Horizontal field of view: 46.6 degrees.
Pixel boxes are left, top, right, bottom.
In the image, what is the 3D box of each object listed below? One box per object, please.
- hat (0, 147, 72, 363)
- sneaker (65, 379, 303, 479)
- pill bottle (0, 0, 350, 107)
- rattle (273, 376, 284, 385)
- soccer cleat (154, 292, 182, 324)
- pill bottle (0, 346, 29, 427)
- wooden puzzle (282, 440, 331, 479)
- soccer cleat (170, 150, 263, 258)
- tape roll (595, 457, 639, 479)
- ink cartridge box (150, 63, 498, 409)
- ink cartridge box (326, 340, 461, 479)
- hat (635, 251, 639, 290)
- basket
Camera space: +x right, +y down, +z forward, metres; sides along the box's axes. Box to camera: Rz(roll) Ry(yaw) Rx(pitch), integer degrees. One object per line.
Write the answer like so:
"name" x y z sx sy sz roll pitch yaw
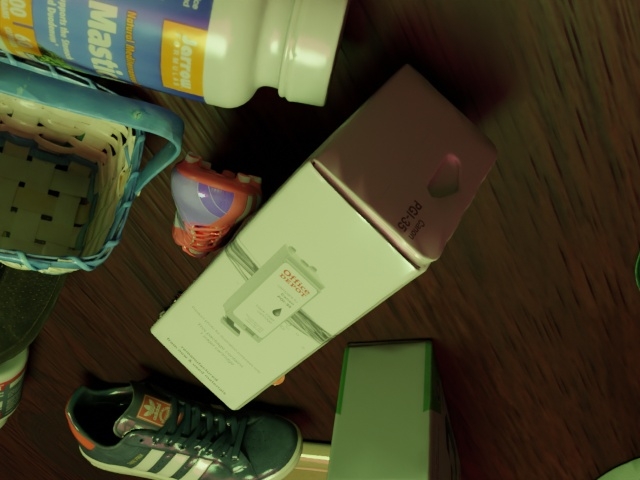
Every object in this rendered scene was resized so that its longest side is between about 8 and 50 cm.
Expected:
"hat" -0.454 -0.001 0.830 0.331 0.331 0.134 39 170 -22
"sneaker" -0.203 0.268 1.052 0.349 0.131 0.148 -1 136 13
"pill bottle" -0.115 -0.194 0.601 0.271 0.152 0.152 14 133 0
"rattle" -0.043 0.091 0.929 0.130 0.143 0.200 25 159 33
"soccer cleat" -0.189 0.101 0.968 0.035 0.029 0.083 34 125 -13
"pill bottle" -0.482 0.202 1.067 0.108 0.108 0.180 21 133 -8
"wooden puzzle" -0.058 0.400 1.209 0.220 0.044 0.239 3 128 10
"soccer cleat" -0.107 -0.024 0.710 0.083 0.248 0.095 20 89 -8
"tape roll" 0.575 0.434 1.085 0.391 0.072 0.392 6 132 7
"ink cartridge box" 0.000 0.000 0.667 0.117 0.207 0.283 44 132 -4
"ink cartridge box" 0.109 0.302 0.968 0.121 0.211 0.289 -6 131 15
"hat" 0.422 0.092 0.728 0.173 0.184 0.208 -33 119 33
"basket" -0.283 -0.081 0.670 0.254 0.201 0.289 16 161 -24
